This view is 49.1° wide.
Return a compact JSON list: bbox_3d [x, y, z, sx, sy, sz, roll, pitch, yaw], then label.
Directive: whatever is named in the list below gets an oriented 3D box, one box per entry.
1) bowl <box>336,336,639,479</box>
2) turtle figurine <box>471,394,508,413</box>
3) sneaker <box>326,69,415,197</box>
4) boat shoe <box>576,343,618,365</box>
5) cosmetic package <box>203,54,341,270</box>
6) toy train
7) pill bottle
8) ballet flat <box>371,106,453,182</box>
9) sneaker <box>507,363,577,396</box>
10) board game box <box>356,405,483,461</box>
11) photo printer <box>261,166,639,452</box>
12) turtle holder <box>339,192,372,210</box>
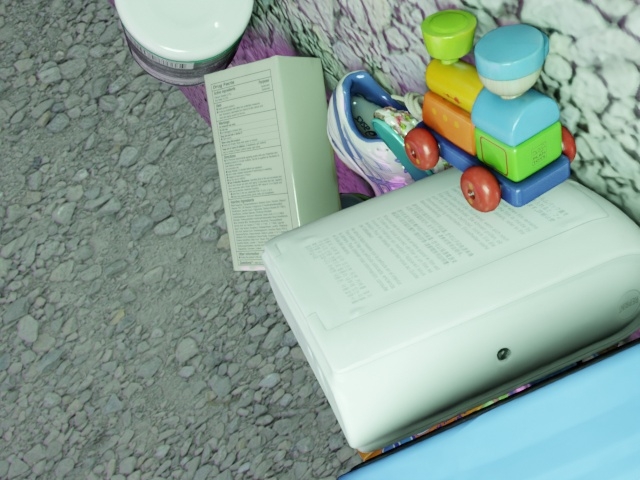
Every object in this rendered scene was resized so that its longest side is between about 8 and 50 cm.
[{"bbox_3d":[0.190,0.143,0.543,0.391,0.391,0.077,72,174,-72],"label":"bowl"},{"bbox_3d":[0.317,0.268,1.132,0.275,0.197,0.266,57,175,-20],"label":"turtle figurine"},{"bbox_3d":[0.110,-0.091,0.894,0.296,0.112,0.131,45,167,14],"label":"sneaker"},{"bbox_3d":[0.286,0.085,0.869,0.183,0.066,0.066,44,169,7],"label":"boat shoe"},{"bbox_3d":[-0.068,-0.113,1.080,0.160,0.113,0.310,-1,98,39],"label":"cosmetic package"},{"bbox_3d":[0.118,-0.145,0.643,0.248,0.105,0.143,46,160,46],"label":"toy train"},{"bbox_3d":[-0.228,-0.369,1.166,0.204,0.204,0.361,51,173,-11],"label":"pill bottle"},{"bbox_3d":[0.154,-0.074,0.815,0.241,0.077,0.091,49,174,-18],"label":"ballet flat"},{"bbox_3d":[0.283,0.203,0.838,0.092,0.087,0.229,106,141,-79],"label":"sneaker"},{"bbox_3d":[0.340,0.521,1.642,0.356,0.356,0.356,51,173,-10],"label":"board game box"},{"bbox_3d":[0.121,0.031,0.637,0.256,0.307,0.107,-128,18,-59],"label":"photo printer"},{"bbox_3d":[0.015,0.002,1.263,0.227,0.243,0.321,3,-102,-51],"label":"turtle holder"}]
